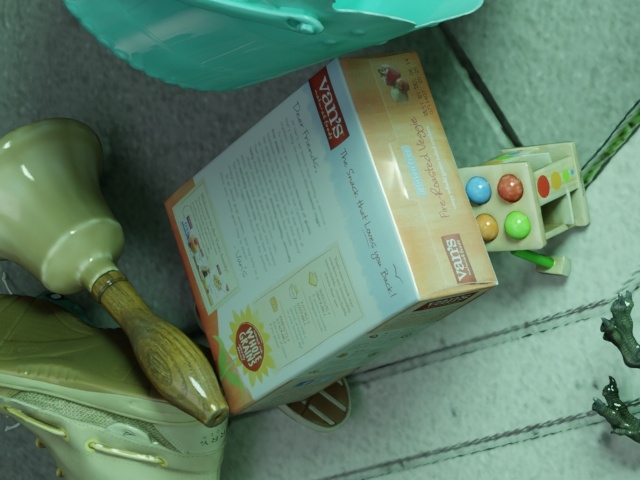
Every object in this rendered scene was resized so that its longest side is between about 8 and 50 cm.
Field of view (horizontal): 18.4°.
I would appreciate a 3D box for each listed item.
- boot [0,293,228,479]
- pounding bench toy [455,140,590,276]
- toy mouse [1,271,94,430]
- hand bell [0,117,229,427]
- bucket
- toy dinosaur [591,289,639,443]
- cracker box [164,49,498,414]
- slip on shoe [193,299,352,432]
[{"bbox_3d":[-0.181,0.152,1.439,0.262,0.095,0.203,11,125,20],"label":"boot"},{"bbox_3d":[0.123,-0.010,1.191,0.052,0.065,0.083,-4,103,39],"label":"pounding bench toy"},{"bbox_3d":[-0.217,0.089,1.514,0.161,0.031,0.143,-33,84,40],"label":"toy mouse"},{"bbox_3d":[-0.139,0.039,1.342,0.242,0.126,0.126,48,129,31],"label":"hand bell"},{"bbox_3d":[-0.030,-0.224,1.112,0.183,0.281,0.281,-21,92,45],"label":"bucket"},{"bbox_3d":[0.219,0.093,1.158,0.118,0.064,0.268,24,122,22],"label":"toy dinosaur"},{"bbox_3d":[0.000,0.000,1.243,0.232,0.067,0.156,-35,69,52],"label":"cracker box"},{"bbox_3d":[-0.032,0.083,1.364,0.135,0.051,0.041,37,166,13],"label":"slip on shoe"}]
